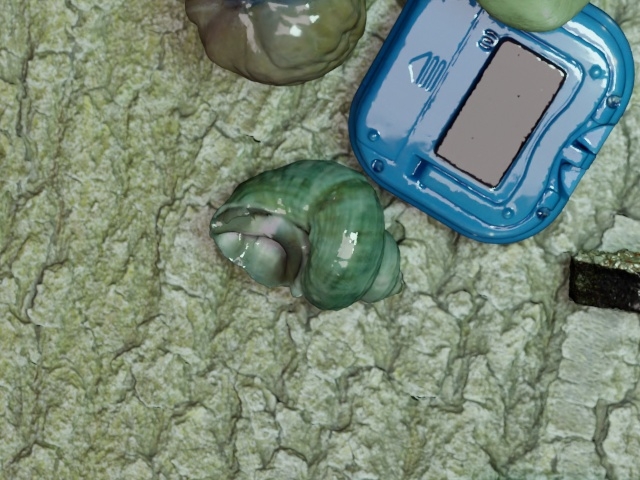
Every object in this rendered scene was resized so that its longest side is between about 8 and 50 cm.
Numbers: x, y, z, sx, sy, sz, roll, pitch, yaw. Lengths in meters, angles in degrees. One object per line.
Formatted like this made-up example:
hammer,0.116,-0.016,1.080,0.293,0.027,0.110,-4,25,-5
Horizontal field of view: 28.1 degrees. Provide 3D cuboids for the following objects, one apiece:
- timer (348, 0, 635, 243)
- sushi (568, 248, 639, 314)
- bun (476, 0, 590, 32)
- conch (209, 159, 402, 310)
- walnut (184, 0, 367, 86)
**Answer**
timer,0.216,-0.180,1.640,0.309,0.115,0.340,31,107,2
sushi,0.392,0.053,1.651,0.150,0.090,0.078,11,102,37
bun,0.225,-0.383,1.465,0.179,0.283,0.283,16,108,34
conch,0.000,0.000,1.712,0.277,0.195,0.220,27,121,-18
walnut,-0.049,-0.319,1.612,0.248,0.248,0.248,3,104,13
